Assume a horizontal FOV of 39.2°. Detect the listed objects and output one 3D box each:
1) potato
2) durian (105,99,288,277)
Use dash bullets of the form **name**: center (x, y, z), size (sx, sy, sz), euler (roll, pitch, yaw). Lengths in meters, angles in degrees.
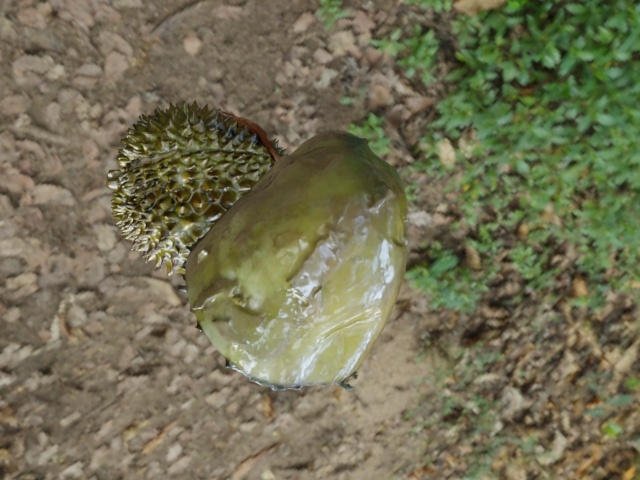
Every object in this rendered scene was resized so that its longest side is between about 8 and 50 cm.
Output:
- **potato**: center (0.000, 0.000, 1.098), size (0.300, 0.289, 0.237), euler (12, 127, -33)
- **durian**: center (-0.216, -0.087, 1.698), size (0.384, 0.348, 0.348), euler (4, 130, -27)
